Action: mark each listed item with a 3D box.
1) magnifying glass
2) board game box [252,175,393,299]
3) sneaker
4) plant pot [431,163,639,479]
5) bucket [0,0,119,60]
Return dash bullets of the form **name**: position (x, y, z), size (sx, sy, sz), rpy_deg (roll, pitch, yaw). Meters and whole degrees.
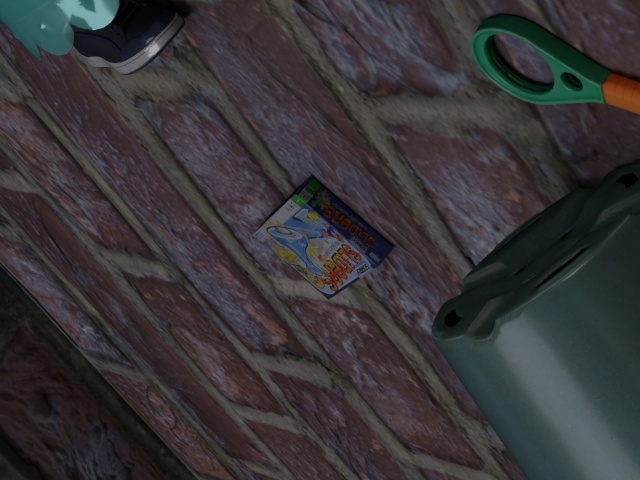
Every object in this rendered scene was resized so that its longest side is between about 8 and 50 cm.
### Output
- **magnifying glass**: position (0.228, -0.138, 1.322), size (0.231, 0.026, 0.092), rpy_deg (22, 153, 34)
- **board game box**: position (0.000, 0.000, 1.929), size (0.136, 0.035, 0.201), rpy_deg (40, 158, -4)
- **sneaker**: position (-0.262, -0.273, 1.743), size (0.163, 0.086, 0.226), rpy_deg (48, 158, -28)
- **plant pot**: position (0.298, 0.133, 1.379), size (0.334, 0.341, 0.341), rpy_deg (51, 156, -9)
- **bucket**: position (-0.225, -0.318, 1.345), size (0.183, 0.281, 0.281), rpy_deg (44, 158, -25)
